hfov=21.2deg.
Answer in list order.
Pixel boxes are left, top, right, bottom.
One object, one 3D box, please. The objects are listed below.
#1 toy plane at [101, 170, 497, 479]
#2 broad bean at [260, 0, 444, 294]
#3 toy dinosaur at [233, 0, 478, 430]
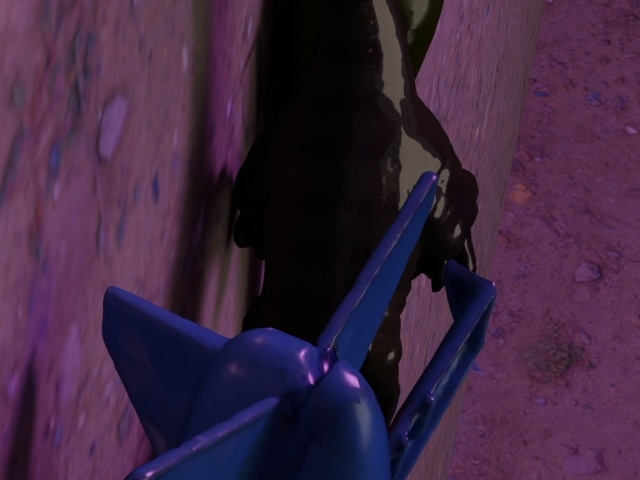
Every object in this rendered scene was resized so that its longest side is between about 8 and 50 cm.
[{"bbox_3d":[-0.018,0.119,0.436,0.254,0.105,0.271,-45,147,-45],"label":"toy plane"},{"bbox_3d":[0.011,-0.060,0.622,0.098,0.056,0.318,-80,180,-55],"label":"broad bean"},{"bbox_3d":[0.000,0.000,0.491,0.179,0.087,0.187,72,27,-75],"label":"toy dinosaur"}]
